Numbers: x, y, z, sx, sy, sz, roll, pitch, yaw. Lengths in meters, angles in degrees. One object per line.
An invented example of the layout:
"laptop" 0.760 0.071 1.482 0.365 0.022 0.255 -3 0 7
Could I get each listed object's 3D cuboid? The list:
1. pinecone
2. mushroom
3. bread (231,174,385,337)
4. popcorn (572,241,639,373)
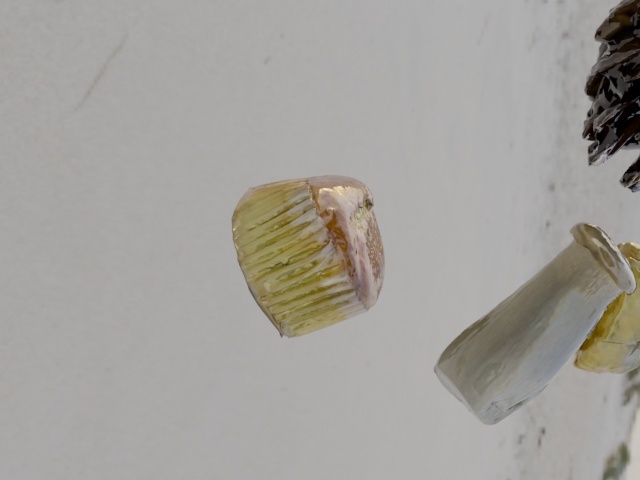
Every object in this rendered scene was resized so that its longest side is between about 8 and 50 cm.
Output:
"pinecone" 0.392 -0.163 0.978 0.298 0.242 0.295 6 93 -58
"mushroom" 0.200 0.092 0.958 0.247 0.096 0.108 -50 165 27
"bread" 0.000 0.000 1.310 0.288 0.156 0.204 -47 113 -77
"popcorn" 0.327 0.078 1.123 0.152 0.167 0.148 56 6 37
